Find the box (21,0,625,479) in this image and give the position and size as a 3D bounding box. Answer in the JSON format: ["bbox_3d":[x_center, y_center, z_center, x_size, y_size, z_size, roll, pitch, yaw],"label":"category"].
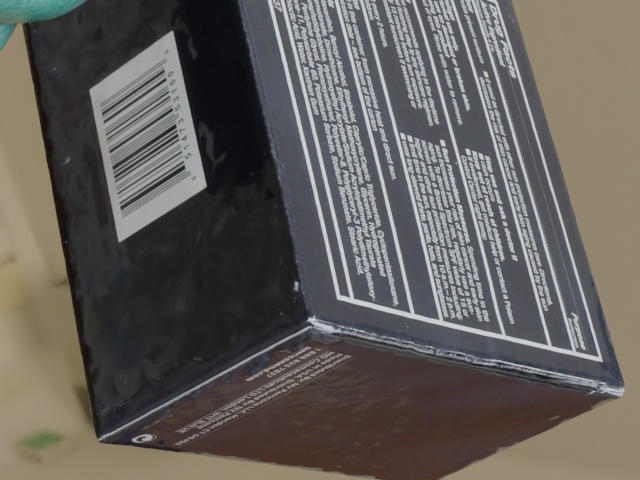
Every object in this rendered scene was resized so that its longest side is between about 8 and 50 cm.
[{"bbox_3d":[0.001,-0.024,1.199,0.183,0.294,0.296,-30,-120,34],"label":"box"}]

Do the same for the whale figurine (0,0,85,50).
[{"bbox_3d":[-0.216,-0.167,1.009,0.141,0.272,0.216,-112,180,-52],"label":"whale figurine"}]
